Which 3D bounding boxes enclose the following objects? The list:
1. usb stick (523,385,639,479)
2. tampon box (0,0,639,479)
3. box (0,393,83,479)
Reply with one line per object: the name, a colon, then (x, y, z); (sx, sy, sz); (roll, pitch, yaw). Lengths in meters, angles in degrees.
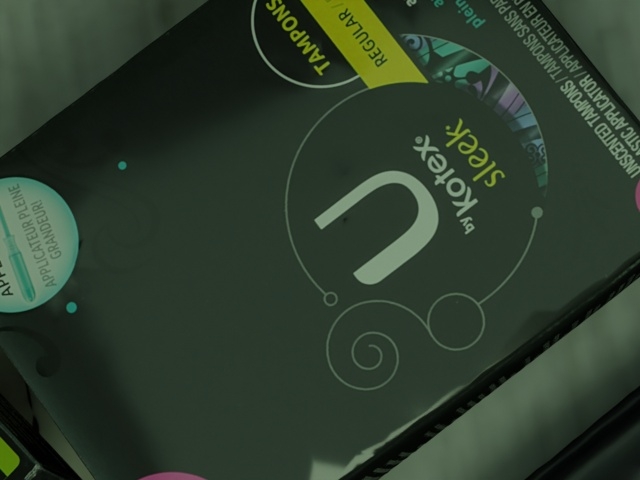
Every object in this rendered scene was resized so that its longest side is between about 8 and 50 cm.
usb stick: (0.078, 0.097, 0.510); (0.278, 0.045, 0.077); (-39, 88, 0)
tampon box: (0.000, 0.000, 0.499); (0.161, 0.101, 0.120); (-38, 81, 1)
box: (-0.188, 0.070, 0.503); (0.191, 0.045, 0.184); (41, 84, 24)
